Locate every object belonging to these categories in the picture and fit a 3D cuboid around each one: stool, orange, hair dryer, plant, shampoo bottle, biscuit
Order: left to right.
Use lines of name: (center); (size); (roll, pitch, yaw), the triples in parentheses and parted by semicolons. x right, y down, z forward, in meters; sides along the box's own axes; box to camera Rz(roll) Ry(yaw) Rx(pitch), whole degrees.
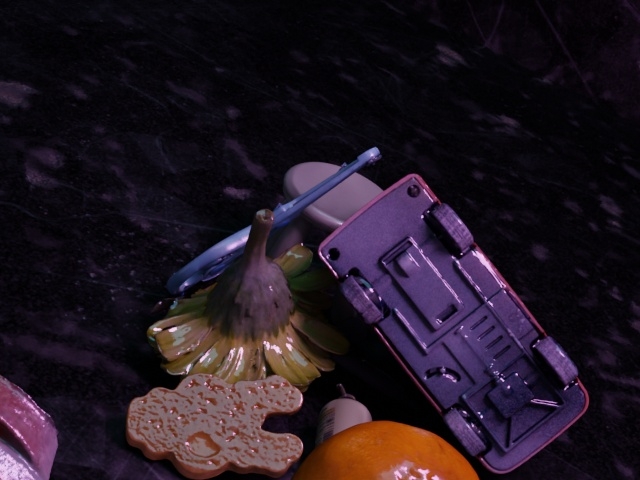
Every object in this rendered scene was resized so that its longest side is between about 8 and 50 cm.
biscuit: (-0.139, 0.246, 1.771); (0.236, 0.040, 0.144); (2, 58, -8)
plant: (-0.126, 0.090, 1.918); (0.261, 0.297, 0.306); (-13, 43, 22)
stool: (0.000, 0.000, 2.176); (0.195, 0.199, 0.195); (20, 30, -10)
shampoo bottle: (0.033, 0.272, 1.871); (0.079, 0.079, 0.162); (20, 29, -6)
hair dryer: (0.059, 0.207, 2.038); (0.195, 0.050, 0.173); (41, 36, 22)
orange: (0.077, 0.346, 1.603); (0.261, 0.261, 0.261); (18, 30, -11)

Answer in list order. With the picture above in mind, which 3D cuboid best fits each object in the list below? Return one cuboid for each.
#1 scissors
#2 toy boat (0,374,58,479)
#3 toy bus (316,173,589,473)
scissors: (-0.072, -0.030, 2.012); (0.032, 0.393, 0.180); (57, 19, 4)
toy boat: (-0.438, 0.275, 1.538); (0.206, 0.096, 0.282); (41, 40, 2)
toy bus: (0.188, 0.121, 1.955); (0.427, 0.203, 0.233); (52, 1, -1)
